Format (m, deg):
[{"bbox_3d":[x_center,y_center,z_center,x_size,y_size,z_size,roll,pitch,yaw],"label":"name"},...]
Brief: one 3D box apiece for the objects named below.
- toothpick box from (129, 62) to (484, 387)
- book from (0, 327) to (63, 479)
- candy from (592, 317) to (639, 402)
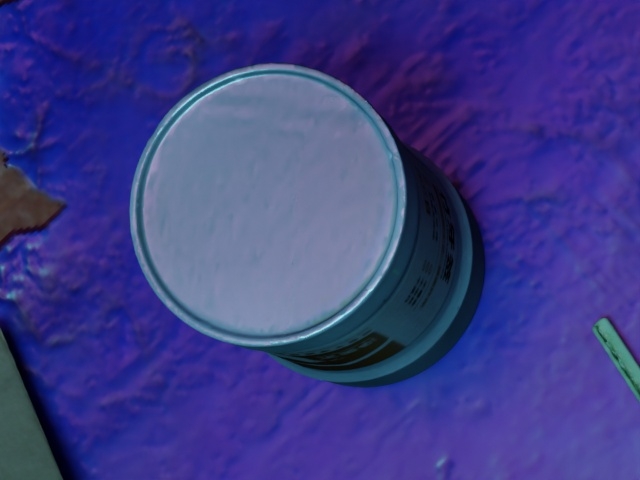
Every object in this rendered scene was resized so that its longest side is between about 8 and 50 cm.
[{"bbox_3d":[0.000,0.000,0.731,0.101,0.153,0.101,-2,81,15],"label":"toothpick box"},{"bbox_3d":[-0.172,0.179,0.747,0.215,0.025,0.283,-16,65,-20],"label":"book"},{"bbox_3d":[0.156,0.108,0.732,0.194,0.062,0.058,60,143,24],"label":"candy"}]
